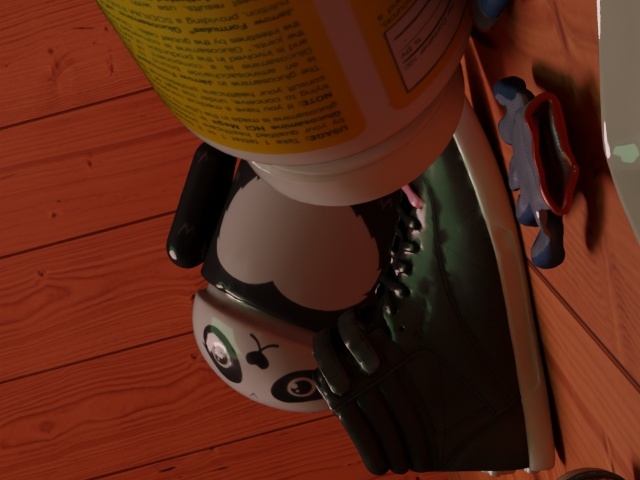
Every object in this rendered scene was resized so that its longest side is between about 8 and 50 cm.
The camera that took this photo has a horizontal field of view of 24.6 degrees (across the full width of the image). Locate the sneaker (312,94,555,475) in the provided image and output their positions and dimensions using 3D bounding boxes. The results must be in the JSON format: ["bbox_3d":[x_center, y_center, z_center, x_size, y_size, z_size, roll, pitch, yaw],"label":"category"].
[{"bbox_3d":[0.055,0.031,0.948,0.104,0.147,0.295,-98,-5,-71],"label":"sneaker"}]

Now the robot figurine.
[{"bbox_3d":[0.001,0.001,1.179,0.209,0.173,0.278,28,99,56],"label":"robot figurine"}]

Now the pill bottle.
[{"bbox_3d":[-0.026,-0.156,0.740,0.334,0.188,0.188,60,-167,-58],"label":"pill bottle"}]

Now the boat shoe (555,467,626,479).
[{"bbox_3d":[0.140,0.201,0.681,0.066,0.066,0.183,134,121,-89],"label":"boat shoe"}]

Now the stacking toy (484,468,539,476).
[{"bbox_3d":[0.093,0.224,1.168,0.221,0.052,0.167,17,104,62],"label":"stacking toy"}]

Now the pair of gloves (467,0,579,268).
[{"bbox_3d":[0.085,-0.086,0.645,0.159,0.023,0.198,48,-149,-86],"label":"pair of gloves"}]

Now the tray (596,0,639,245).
[{"bbox_3d":[0.110,0.025,0.295,0.145,0.030,0.270,74,-179,-49],"label":"tray"}]
